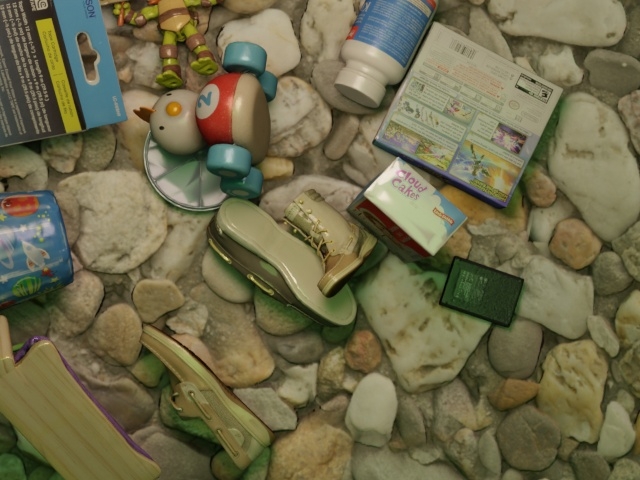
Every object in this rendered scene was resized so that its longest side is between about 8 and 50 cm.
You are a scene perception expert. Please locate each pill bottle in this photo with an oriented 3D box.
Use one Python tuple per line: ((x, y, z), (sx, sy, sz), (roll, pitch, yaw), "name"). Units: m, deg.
((0.111, -0.355, 1.908), (0.124, 0.124, 0.222), (27, 84, -3), "pill bottle")

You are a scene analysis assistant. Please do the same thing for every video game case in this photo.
((0.266, -0.224, 1.945), (0.269, 0.061, 0.244), (27, 84, -3), "video game case")

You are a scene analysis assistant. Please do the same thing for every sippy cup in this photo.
((-0.538, 0.017, 1.795), (0.224, 0.240, 0.306), (-13, 122, -15), "sippy cup")

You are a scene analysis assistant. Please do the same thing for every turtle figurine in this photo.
((-0.267, -0.381, 1.894), (0.269, 0.087, 0.217), (-13, 72, -1), "turtle figurine")

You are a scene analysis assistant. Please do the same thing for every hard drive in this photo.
((0.293, 0.093, 1.949), (0.135, 0.022, 0.094), (19, 85, -3), "hard drive")

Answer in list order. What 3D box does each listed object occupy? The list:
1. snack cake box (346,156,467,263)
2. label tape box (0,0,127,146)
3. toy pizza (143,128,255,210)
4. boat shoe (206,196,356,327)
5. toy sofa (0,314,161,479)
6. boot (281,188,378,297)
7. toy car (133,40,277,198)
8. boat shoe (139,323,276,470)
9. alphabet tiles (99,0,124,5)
((0.139, -0.046, 1.822), (0.152, 0.264, 0.089), (43, 84, -2), "snack cake box")
((-0.521, -0.297, 1.804), (0.347, 0.115, 0.249), (-12, 116, -5), "label tape box")
((-0.214, -0.152, 1.916), (0.201, 0.032, 0.201), (0, 87, -4), "toy pizza")
((-0.070, 0.051, 1.888), (0.305, 0.091, 0.109), (41, 46, -4), "boat shoe")
((-0.425, 0.289, 1.740), (0.177, 0.150, 0.363), (-35, 119, -3), "toy sofa")
((0.000, 0.000, 1.851), (0.165, 0.213, 0.077), (41, 121, 0), "boot")
((-0.211, -0.206, 1.813), (0.237, 0.210, 0.219), (5, 76, 8), "toy car")
((-0.213, 0.271, 1.857), (0.302, 0.109, 0.098), (45, 83, -7), "boat shoe")
((-0.411, -0.516, 1.894), (0.198, 0.009, 0.237), (-13, 72, -1), "alphabet tiles")
